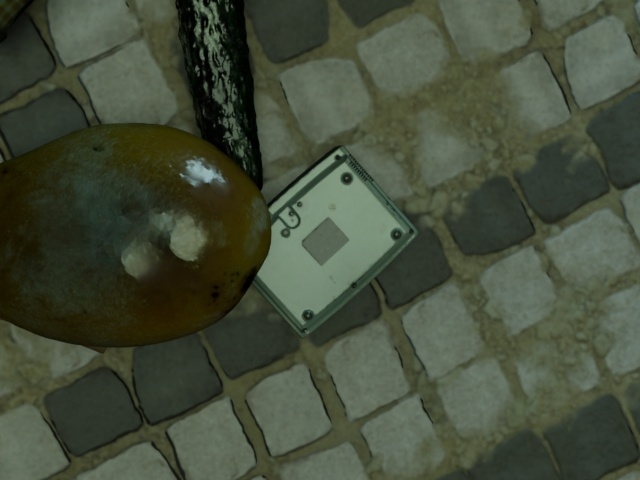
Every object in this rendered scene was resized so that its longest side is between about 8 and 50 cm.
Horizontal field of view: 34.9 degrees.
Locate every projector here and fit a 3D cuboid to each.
[{"bbox_3d":[0.000,0.000,0.939,0.147,0.061,0.115,-42,95,-1],"label":"projector"}]

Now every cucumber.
[{"bbox_3d":[-0.093,-0.169,0.916,0.067,0.067,0.294,-7,97,-4],"label":"cucumber"}]

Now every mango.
[{"bbox_3d":[-0.196,-0.007,0.872,0.316,0.146,0.193,3,80,13],"label":"mango"}]

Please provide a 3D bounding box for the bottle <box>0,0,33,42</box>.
[{"bbox_3d":[-0.235,-0.297,0.856,0.156,0.143,0.271,44,89,-6],"label":"bottle"}]

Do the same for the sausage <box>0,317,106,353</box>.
[{"bbox_3d":[-0.251,0.076,0.942,0.116,0.026,0.026,18,93,-5],"label":"sausage"}]
